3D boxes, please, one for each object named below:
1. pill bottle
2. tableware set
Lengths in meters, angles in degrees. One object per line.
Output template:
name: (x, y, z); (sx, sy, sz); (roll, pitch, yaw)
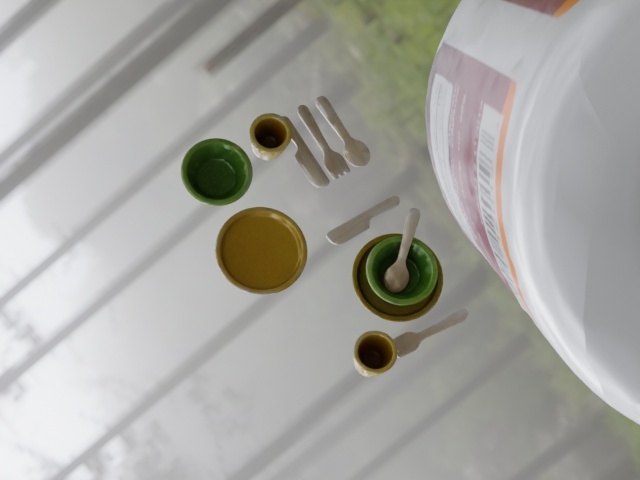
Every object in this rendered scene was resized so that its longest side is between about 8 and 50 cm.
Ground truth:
pill bottle: (0.172, -0.053, 0.888); (0.224, 0.224, 0.392); (49, -175, -11)
tableware set: (0.000, 0.000, 0.933); (0.154, 0.104, 0.024); (58, 165, 12)
